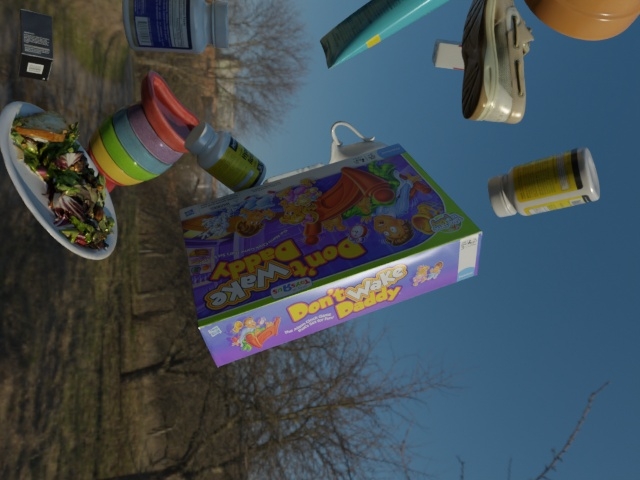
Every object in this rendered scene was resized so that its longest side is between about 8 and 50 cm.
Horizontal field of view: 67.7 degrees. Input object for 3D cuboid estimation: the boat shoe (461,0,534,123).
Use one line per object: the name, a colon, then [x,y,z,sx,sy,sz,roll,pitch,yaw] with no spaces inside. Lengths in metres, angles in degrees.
boat shoe: [0.312,-0.340,0.833,0.109,0.098,0.303,110,-11,-71]

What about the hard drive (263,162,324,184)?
hard drive: [-0.006,-0.052,1.312,0.040,0.203,0.308,-32,-97,53]

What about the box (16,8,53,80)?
box: [-0.947,-0.642,1.580,0.156,0.093,0.159,-19,-106,52]

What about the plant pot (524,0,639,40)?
plant pot: [0.608,-0.615,1.015,0.203,0.290,0.291,108,-24,-71]

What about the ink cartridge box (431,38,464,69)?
ink cartridge box: [0.431,-0.597,1.533,0.175,0.127,0.073,-71,169,-63]

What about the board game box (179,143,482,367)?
board game box: [0.000,0.000,0.647,0.233,0.346,0.078,-118,-167,-47]

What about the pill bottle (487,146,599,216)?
pill bottle: [0.493,-0.122,1.064,0.208,0.119,0.119,-14,-104,37]

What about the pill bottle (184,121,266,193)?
pill bottle: [-0.142,-0.121,0.710,0.065,0.116,0.065,-27,-136,30]

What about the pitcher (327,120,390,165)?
pitcher: [0.127,-0.278,1.492,0.125,0.207,0.178,-59,156,-55]

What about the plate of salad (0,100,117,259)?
plate of salad: [-0.293,-0.073,0.566,0.200,0.048,0.200,-23,90,-89]

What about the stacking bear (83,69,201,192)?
stacking bear: [-0.413,-0.189,1.006,0.175,0.288,0.164,50,18,-41]

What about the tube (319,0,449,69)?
tube: [0.092,-0.273,0.553,0.052,0.207,0.080,51,19,-37]

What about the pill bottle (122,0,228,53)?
pill bottle: [-0.273,-0.421,0.919,0.112,0.186,0.112,180,-90,-80]
